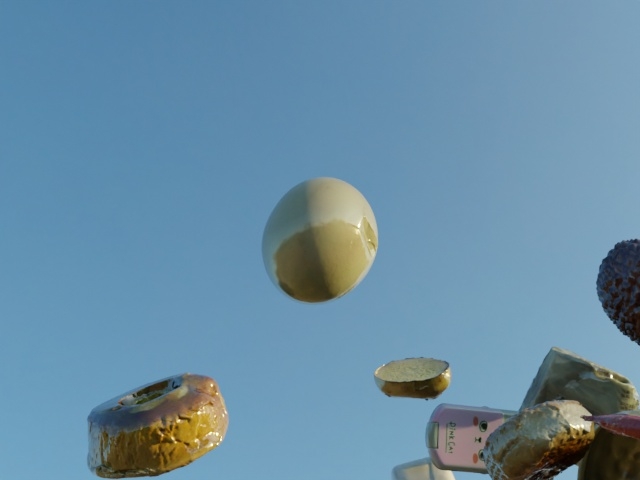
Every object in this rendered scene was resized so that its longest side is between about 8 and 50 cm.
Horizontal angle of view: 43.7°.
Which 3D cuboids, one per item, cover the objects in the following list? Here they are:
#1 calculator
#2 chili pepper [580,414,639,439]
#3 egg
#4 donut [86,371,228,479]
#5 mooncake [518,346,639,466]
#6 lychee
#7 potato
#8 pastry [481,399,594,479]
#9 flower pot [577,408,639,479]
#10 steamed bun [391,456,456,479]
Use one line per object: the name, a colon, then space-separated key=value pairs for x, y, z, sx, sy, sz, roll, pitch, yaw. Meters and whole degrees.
calculator: x=0.341 y=0.424 z=1.695 sx=0.245 sy=0.141 sz=0.045 roll=9 pitch=-15 yaw=-8
chili pepper: x=0.324 y=0.183 z=0.730 sx=0.178 sy=0.027 sz=0.045 roll=8 pitch=-28 yaw=47
egg: x=0.000 y=0.000 z=1.523 sx=0.219 sy=0.269 sz=0.219 roll=18 pitch=-33 yaw=12
donut: x=-0.338 y=0.373 z=1.655 sx=0.329 sy=0.330 sz=0.160 roll=-9 pitch=-87 yaw=1
mooncake: x=0.612 y=0.403 z=1.888 sx=0.250 sy=0.255 sz=0.136 roll=23 pitch=-15 yaw=20
lychee: x=0.748 y=0.125 z=1.781 sx=0.271 sy=0.271 sz=0.271 roll=-6 pitch=-43 yaw=-5
potato: x=0.233 y=0.354 z=1.991 sx=0.200 sy=0.164 sz=0.081 roll=-3 pitch=-76 yaw=35
pastry: x=0.360 y=0.337 z=1.319 sx=0.182 sy=0.093 sz=0.193 roll=-21 pitch=-37 yaw=-9
flower pot: x=0.606 y=0.441 z=1.346 sx=0.244 sy=0.308 sz=0.308 roll=8 pitch=-45 yaw=-12
steamed bun: x=0.246 y=0.591 z=1.826 sx=0.146 sy=0.242 sz=0.164 roll=-15 pitch=-80 yaw=0
